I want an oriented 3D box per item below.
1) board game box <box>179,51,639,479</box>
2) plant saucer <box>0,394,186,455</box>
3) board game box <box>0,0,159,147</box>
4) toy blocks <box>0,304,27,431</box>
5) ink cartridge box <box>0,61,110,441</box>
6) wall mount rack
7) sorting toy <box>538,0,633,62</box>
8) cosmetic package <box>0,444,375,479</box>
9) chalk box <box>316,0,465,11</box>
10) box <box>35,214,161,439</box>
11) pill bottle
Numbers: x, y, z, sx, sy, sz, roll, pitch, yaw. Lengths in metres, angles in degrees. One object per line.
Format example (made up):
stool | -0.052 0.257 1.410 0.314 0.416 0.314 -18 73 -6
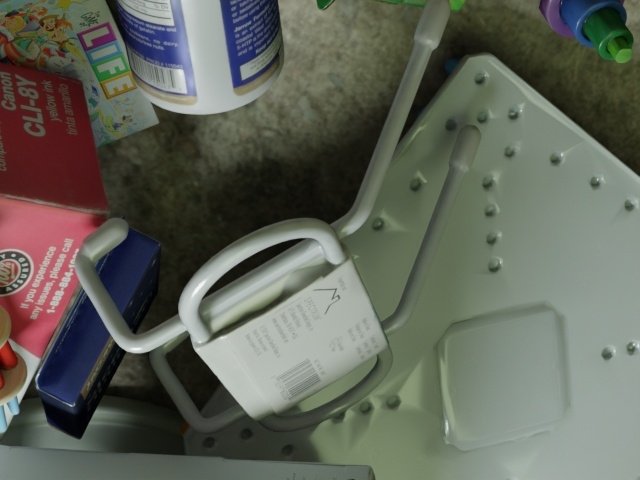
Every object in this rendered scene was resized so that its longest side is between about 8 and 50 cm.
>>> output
board game box | 0.140 0.104 1.541 0.390 0.050 0.390 36 91 -25
plant saucer | -0.247 0.309 1.700 0.400 0.100 0.400 -11 134 -12
board game box | -0.190 -0.127 1.362 0.103 0.026 0.154 -22 136 -1
toy blocks | -0.262 0.082 1.256 0.123 0.054 0.148 -14 137 -5
ink cartridge box | -0.377 -0.004 1.290 0.384 0.160 0.279 11 130 -26
wall mount rack | 0.000 0.000 1.314 0.304 0.130 0.350 -31 157 -3
sorting toy | 0.355 -0.199 1.440 0.365 0.126 0.127 -14 135 -9
cosmetic package | -0.086 0.285 1.477 0.284 0.097 0.377 4 149 11
chalk box | 0.049 -0.243 1.256 0.132 0.132 0.213 6 143 -23
box | -0.165 0.070 1.418 0.036 0.136 0.225 26 166 2
pill bottle | -0.088 -0.189 1.285 0.112 0.112 0.187 -14 135 -8
